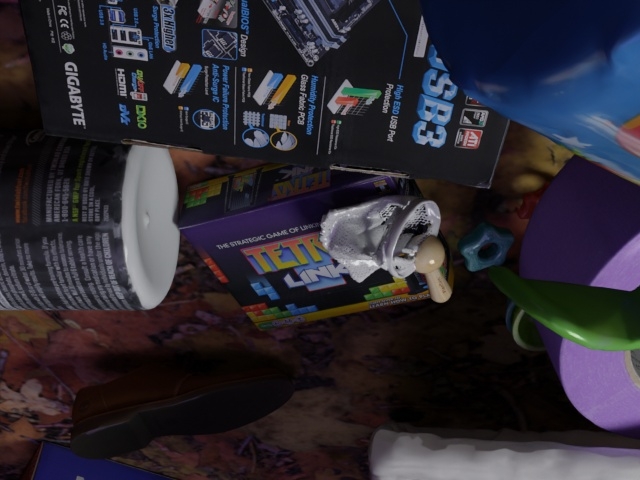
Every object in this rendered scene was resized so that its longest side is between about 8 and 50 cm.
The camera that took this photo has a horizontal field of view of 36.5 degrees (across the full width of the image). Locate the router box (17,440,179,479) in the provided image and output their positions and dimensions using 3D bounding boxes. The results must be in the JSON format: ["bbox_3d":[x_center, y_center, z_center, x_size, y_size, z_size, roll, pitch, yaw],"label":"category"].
[{"bbox_3d":[-0.234,0.389,1.202,0.335,0.082,0.301,21,138,-17],"label":"router box"}]

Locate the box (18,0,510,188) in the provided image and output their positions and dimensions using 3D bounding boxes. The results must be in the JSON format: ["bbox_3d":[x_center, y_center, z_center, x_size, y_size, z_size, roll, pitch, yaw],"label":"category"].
[{"bbox_3d":[-0.020,-0.166,0.532,0.293,0.073,0.295,5,139,-1],"label":"box"}]

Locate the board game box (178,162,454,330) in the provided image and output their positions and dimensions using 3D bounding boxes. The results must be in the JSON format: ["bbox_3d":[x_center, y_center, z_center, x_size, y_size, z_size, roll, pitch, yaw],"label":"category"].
[{"bbox_3d":[0.000,0.000,0.743,0.170,0.048,0.141,-13,137,21],"label":"board game box"}]

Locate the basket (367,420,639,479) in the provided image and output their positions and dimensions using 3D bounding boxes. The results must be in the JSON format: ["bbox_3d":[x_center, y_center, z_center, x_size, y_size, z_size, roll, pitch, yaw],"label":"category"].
[{"bbox_3d":[0.206,0.290,0.802,0.331,0.266,0.328,1,171,7],"label":"basket"}]

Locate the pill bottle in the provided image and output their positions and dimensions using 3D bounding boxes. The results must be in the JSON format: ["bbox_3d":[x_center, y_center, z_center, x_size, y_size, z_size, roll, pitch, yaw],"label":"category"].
[{"bbox_3d":[-0.234,-0.015,0.691,0.246,0.130,0.130,0,139,7],"label":"pill bottle"}]

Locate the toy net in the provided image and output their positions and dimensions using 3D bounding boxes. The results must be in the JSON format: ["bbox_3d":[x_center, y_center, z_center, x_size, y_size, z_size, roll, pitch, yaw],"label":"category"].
[{"bbox_3d":[0.112,0.009,0.690,0.232,0.045,0.122,13,124,-29],"label":"toy net"}]

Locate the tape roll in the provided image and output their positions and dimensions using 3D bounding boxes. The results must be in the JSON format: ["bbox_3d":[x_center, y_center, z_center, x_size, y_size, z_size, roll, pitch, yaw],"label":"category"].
[{"bbox_3d":[0.278,0.018,0.647,0.275,0.090,0.275,-6,133,-6],"label":"tape roll"}]

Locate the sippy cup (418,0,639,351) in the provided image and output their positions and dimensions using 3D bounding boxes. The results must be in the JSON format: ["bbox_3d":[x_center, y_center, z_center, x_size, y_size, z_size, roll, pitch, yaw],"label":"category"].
[{"bbox_3d":[0.169,-0.112,0.392,0.224,0.305,0.240,11,166,-32],"label":"sippy cup"}]

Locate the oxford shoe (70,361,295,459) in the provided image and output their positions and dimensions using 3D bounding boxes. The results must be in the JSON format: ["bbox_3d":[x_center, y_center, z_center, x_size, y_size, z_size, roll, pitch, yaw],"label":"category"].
[{"bbox_3d":[-0.132,0.143,0.918,0.212,0.076,0.076,-9,138,-7],"label":"oxford shoe"}]
